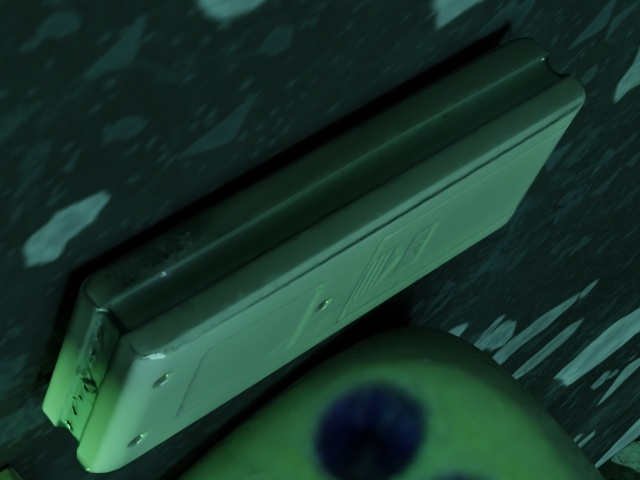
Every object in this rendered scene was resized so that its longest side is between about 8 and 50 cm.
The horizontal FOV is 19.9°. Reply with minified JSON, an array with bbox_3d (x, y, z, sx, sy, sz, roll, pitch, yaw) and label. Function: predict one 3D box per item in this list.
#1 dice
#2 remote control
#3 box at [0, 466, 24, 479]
[{"bbox_3d":[0.031,0.255,1.174,0.304,0.277,0.304,-36,164,-15],"label":"dice"},{"bbox_3d":[0.000,0.000,0.833,0.277,0.055,0.103,-30,160,-34],"label":"remote control"},{"bbox_3d":[-0.200,0.207,0.882,0.201,0.058,0.141,-39,163,-11],"label":"box"}]
